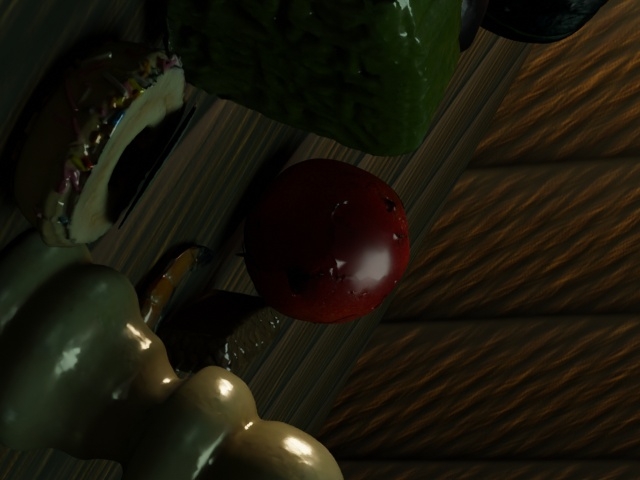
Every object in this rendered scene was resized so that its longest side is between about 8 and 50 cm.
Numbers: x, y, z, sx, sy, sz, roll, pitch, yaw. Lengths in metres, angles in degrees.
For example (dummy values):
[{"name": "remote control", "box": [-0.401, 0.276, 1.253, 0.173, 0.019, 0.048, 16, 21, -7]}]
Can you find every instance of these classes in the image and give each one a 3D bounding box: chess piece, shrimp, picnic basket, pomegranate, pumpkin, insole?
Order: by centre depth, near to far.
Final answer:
[{"name": "chess piece", "box": [-0.129, 0.147, 1.207, 0.182, 0.330, 0.182, -54, 171, -13]}, {"name": "insole", "box": [-0.128, -0.068, 1.239, 0.109, 0.007, 0.322, -56, -173, 7]}, {"name": "shrimp", "box": [-0.176, 0.103, 1.700, 0.198, 0.051, 0.262, -54, 167, -29]}, {"name": "picnic basket", "box": [-0.124, 0.108, 1.836, 0.193, 0.110, 0.055, -40, 136, -65]}, {"name": "pomegranate", "box": [0.000, 0.000, 1.858, 0.235, 0.210, 0.210, 5, -126, 54]}, {"name": "pumpkin", "box": [0.270, -0.394, 1.870, 0.315, 0.238, 0.315, -55, -170, 14]}]

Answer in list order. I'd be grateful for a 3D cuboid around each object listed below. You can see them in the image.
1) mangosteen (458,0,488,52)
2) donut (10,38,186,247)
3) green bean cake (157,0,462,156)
[{"name": "mangosteen", "box": [0.060, -0.242, 1.359, 0.210, 0.210, 0.210, -56, 171, -14]}, {"name": "donut", "box": [-0.165, -0.074, 1.114, 0.174, 0.068, 0.174, -58, 172, -13]}, {"name": "green bean cake", "box": [-0.007, -0.182, 1.115, 0.248, 0.222, 0.125, 92, 24, -61]}]
